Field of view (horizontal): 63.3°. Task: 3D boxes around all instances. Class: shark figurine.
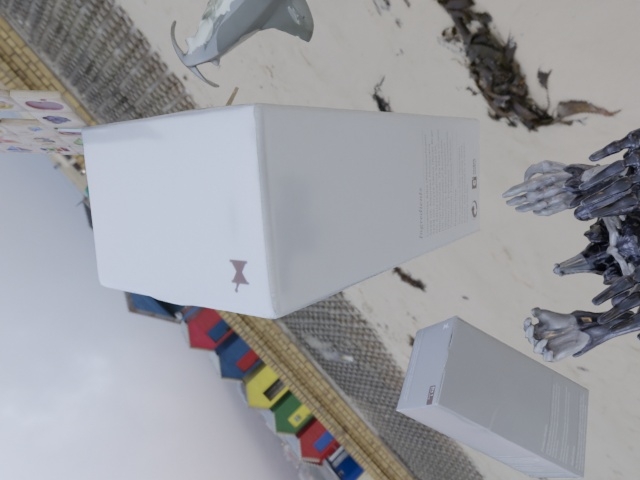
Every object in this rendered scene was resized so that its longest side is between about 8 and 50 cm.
[{"bbox_3d":[-0.072,-0.238,0.561,0.116,0.278,0.166,24,-136,-31],"label":"shark figurine"}]

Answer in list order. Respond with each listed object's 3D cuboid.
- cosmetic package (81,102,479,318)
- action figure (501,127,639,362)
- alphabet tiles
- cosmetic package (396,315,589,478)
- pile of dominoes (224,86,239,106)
[{"bbox_3d":[0.002,-0.060,0.604,0.230,0.453,0.162,4,102,35],"label":"cosmetic package"},{"bbox_3d":[0.218,0.005,0.404,0.275,0.140,0.164,20,-121,-68],"label":"action figure"},{"bbox_3d":[-0.343,-0.111,0.500,0.198,0.237,0.009,157,113,-79],"label":"alphabet tiles"},{"bbox_3d":[0.234,0.214,0.697,0.237,0.127,0.107,29,149,-9],"label":"cosmetic package"},{"bbox_3d":[-0.266,-0.208,1.148,0.040,0.251,0.196,26,-145,-13],"label":"pile of dominoes"}]
